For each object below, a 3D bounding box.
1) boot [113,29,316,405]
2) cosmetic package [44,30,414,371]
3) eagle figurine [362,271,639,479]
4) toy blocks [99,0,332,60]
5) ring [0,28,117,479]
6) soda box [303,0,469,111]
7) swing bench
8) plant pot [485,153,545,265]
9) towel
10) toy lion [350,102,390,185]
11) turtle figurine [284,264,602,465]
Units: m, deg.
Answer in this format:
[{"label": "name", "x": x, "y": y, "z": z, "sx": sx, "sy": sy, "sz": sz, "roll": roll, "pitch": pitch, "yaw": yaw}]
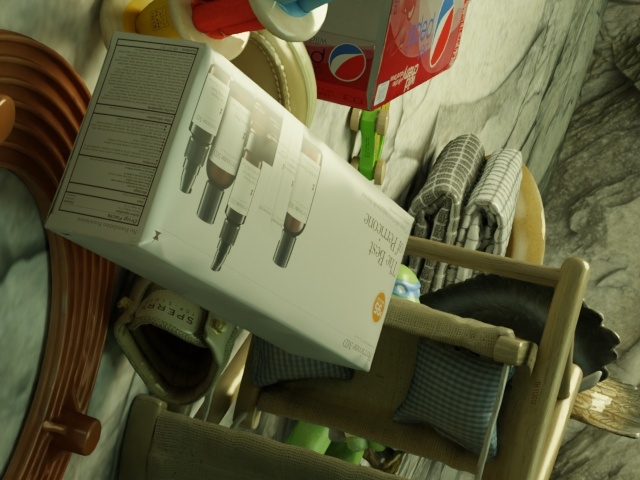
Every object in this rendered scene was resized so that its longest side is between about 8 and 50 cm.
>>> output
[{"label": "boot", "x": -0.063, "y": -0.019, "z": 0.758, "sx": 0.213, "sy": 0.077, "sz": 0.165, "roll": 94, "pitch": 14, "yaw": -51}, {"label": "cosmetic package", "x": -0.032, "y": -0.009, "z": 0.675, "sx": 0.239, "sy": 0.060, "sz": 0.098, "roll": 34, "pitch": 72, "yaw": -58}, {"label": "eagle figurine", "x": 0.158, "y": 0.143, "z": 1.280, "sx": 0.225, "sy": 0.298, "sz": 0.226, "roll": 59, "pitch": 15, "yaw": -6}, {"label": "toy blocks", "x": -0.024, "y": -0.140, "z": 0.635, "sx": 0.054, "sy": 0.148, "sz": 0.123, "roll": 49, "pitch": 50, "yaw": -33}, {"label": "ring", "x": -0.161, "y": 0.075, "z": 0.580, "sx": 0.336, "sy": 0.032, "sz": 0.336, "roll": 15, "pitch": 90, "yaw": -77}, {"label": "soda box", "x": 0.038, "y": -0.161, "z": 0.973, "sx": 0.263, "sy": 0.092, "sz": 0.083, "roll": -36, "pitch": 139, "yaw": -68}, {"label": "swing bench", "x": 0.024, "y": 0.128, "z": 0.881, "sx": 0.165, "sy": 0.253, "sz": 0.254, "roll": 76, "pitch": 31, "yaw": -54}, {"label": "plant pot", "x": 0.209, "y": 0.003, "z": 1.704, "sx": 0.236, "sy": 0.032, "sz": 0.236, "roll": -21, "pitch": -114, "yaw": 61}, {"label": "towel", "x": 0.144, "y": 0.036, "z": 1.555, "sx": 0.235, "sy": 0.121, "sz": 0.283, "roll": -58, "pitch": 163, "yaw": -68}, {"label": "toy lion", "x": 0.052, "y": -0.116, "z": 1.218, "sx": 0.100, "sy": 0.034, "sz": 0.096, "roll": 91, "pitch": 12, "yaw": -46}, {"label": "turtle figurine", "x": 0.055, "y": 0.173, "z": 1.083, "sx": 0.266, "sy": 0.275, "sz": 0.198, "roll": -59, "pitch": -178, "yaw": 16}]
